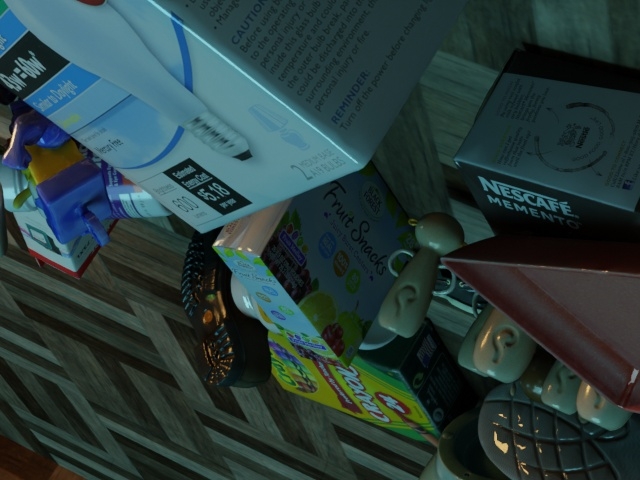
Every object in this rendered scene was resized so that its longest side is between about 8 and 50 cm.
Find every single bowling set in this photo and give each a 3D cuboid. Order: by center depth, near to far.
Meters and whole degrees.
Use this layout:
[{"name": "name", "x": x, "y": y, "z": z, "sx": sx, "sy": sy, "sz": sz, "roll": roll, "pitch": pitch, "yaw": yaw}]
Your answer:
[{"name": "bowling set", "x": 0.213, "y": 0.073, "z": 1.772, "sx": 0.287, "sy": 0.154, "sz": 0.200, "roll": 24, "pitch": 177, "yaw": 16}]

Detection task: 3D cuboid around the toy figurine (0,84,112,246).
[{"name": "toy figurine", "x": -0.243, "y": -0.105, "z": 1.780, "sx": 0.217, "sy": 0.191, "sz": 0.362, "roll": 62, "pitch": 167, "yaw": 19}]

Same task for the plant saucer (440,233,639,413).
[{"name": "plant saucer", "x": 0.264, "y": 0.071, "z": 1.444, "sx": 0.259, "sy": 0.048, "sz": 0.258, "roll": 39, "pitch": 161, "yaw": -30}]

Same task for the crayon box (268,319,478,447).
[{"name": "crayon box", "x": 0.018, "y": 0.137, "z": 2.233, "sx": 0.318, "sy": 0.081, "sz": 0.202, "roll": 18, "pitch": 156, "yaw": 35}]

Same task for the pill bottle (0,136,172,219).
[{"name": "pill bottle", "x": -0.260, "y": -0.076, "z": 2.012, "sx": 0.193, "sy": 0.108, "sz": 0.108, "roll": -3, "pitch": 148, "yaw": 15}]

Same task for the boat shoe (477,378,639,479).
[{"name": "boat shoe", "x": 0.335, "y": 0.244, "z": 1.930, "sx": 0.355, "sy": 0.132, "sz": 0.130, "roll": 17, "pitch": 171, "yaw": 34}]

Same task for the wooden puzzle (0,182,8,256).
[{"name": "wooden puzzle", "x": -0.391, "y": -0.104, "z": 1.855, "sx": 0.239, "sy": 0.044, "sz": 0.221, "roll": 60, "pitch": 167, "yaw": 7}]

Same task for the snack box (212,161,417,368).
[{"name": "snack box", "x": 0.000, "y": 0.000, "z": 1.812, "sx": 0.070, "sy": 0.174, "sz": 0.207, "roll": 12, "pitch": 151, "yaw": 36}]

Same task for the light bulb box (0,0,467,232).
[{"name": "light bulb box", "x": -0.120, "y": -0.218, "z": 1.418, "sx": 0.361, "sy": 0.225, "sz": 0.358, "roll": 37, "pitch": 159, "yaw": -14}]

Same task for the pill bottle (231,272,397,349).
[{"name": "pill bottle", "x": -0.005, "y": 0.056, "z": 2.028, "sx": 0.208, "sy": 0.118, "sz": 0.117, "roll": 5, "pitch": 146, "yaw": 51}]

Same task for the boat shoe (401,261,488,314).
[{"name": "boat shoe", "x": 0.133, "y": 0.041, "z": 1.909, "sx": 0.133, "sy": 0.042, "sz": 0.049, "roll": 20, "pitch": -161, "yaw": 37}]

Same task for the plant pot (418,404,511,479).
[{"name": "plant pot", "x": 0.230, "y": 0.312, "z": 2.100, "sx": 0.293, "sy": 0.293, "sz": 0.196, "roll": 16, "pitch": 128, "yaw": 37}]

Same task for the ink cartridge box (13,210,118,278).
[{"name": "ink cartridge box", "x": -0.301, "y": -0.047, "z": 2.195, "sx": 0.078, "sy": 0.134, "sz": 0.231, "roll": 27, "pitch": 160, "yaw": 13}]

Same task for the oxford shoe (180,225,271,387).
[{"name": "oxford shoe", "x": -0.108, "y": 0.078, "z": 2.150, "sx": 0.096, "sy": 0.227, "sz": 0.083, "roll": 13, "pitch": 144, "yaw": -39}]

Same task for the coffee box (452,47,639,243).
[{"name": "coffee box", "x": 0.275, "y": -0.031, "z": 1.422, "sx": 0.297, "sy": 0.119, "sz": 0.168, "roll": 19, "pitch": 159, "yaw": 32}]
